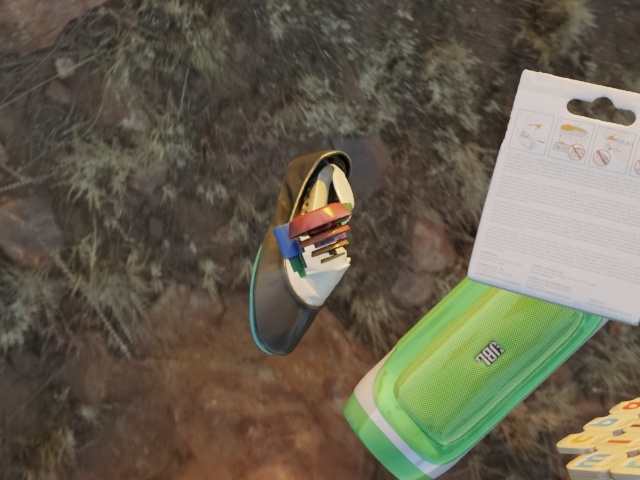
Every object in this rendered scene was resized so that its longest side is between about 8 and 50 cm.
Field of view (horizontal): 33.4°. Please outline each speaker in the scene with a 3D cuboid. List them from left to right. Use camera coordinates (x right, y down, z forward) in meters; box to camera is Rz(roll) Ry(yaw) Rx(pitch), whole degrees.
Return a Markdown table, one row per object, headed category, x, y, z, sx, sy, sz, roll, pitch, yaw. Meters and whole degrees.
| category | x | y | z | sx | sy | sz | roll | pitch | yaw |
| --- | --- | --- | --- | --- | --- | --- | --- | --- | --- |
| speaker | 0.165 | 0.108 | 1.068 | 0.296 | 0.131 | 0.131 | -44 | 107 | 3 |

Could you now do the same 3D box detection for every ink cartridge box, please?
| category | x | y | z | sx | sy | sz | roll | pitch | yaw |
| --- | --- | --- | --- | --- | --- | --- | --- | --- | --- |
| ink cartridge box | 0.211 | -0.035 | 0.871 | 0.145 | 0.045 | 0.179 | 16 | 91 | 20 |

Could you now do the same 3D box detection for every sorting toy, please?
| category | x | y | z | sx | sy | sz | roll | pitch | yaw |
| --- | --- | --- | --- | --- | --- | --- | --- | --- | --- |
| sorting toy | 0.000 | 0.000 | 0.795 | 0.061 | 0.102 | 0.042 | -22 | 89 | 5 |

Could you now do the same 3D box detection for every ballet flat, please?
| category | x | y | z | sx | sy | sz | roll | pitch | yaw |
| --- | --- | --- | --- | --- | --- | --- | --- | --- | --- |
| ballet flat | -0.014 | -0.002 | 1.214 | 0.096 | 0.280 | 0.095 | -24 | 132 | 35 |

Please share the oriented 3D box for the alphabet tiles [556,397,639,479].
| category | x | y | z | sx | sy | sz | roll | pitch | yaw |
| --- | --- | --- | --- | --- | --- | --- | --- | --- | --- |
| alphabet tiles | 0.447 | 0.239 | 1.339 | 0.284 | 0.278 | 0.021 | -22 | 96 | -34 |
